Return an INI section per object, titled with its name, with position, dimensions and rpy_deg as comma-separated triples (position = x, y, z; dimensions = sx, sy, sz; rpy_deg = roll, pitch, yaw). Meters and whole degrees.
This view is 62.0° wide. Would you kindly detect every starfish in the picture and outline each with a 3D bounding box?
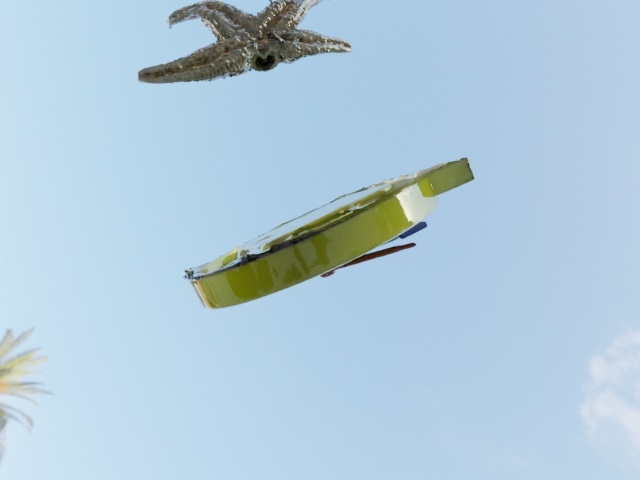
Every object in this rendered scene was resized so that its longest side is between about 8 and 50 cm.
[starfish]
position = -0.088, -0.239, 0.604
dimensions = 0.248, 0.138, 0.050
rpy_deg = -11, -36, -11

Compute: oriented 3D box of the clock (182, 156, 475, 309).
[clock]
position = 0.000, 0.005, 0.581
dimensions = 0.294, 0.277, 0.071
rpy_deg = -25, -83, -16
